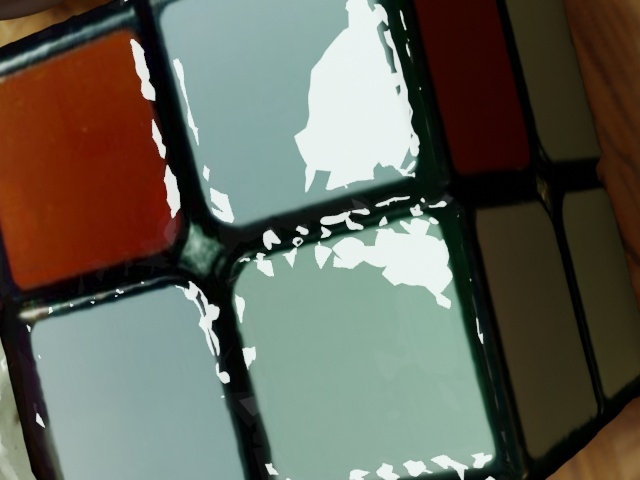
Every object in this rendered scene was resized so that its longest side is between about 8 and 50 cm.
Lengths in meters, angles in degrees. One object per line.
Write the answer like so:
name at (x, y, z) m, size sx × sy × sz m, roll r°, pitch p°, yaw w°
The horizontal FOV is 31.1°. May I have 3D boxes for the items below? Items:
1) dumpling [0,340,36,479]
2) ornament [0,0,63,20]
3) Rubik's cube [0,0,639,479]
dumpling at (-0.193, 0.079, 0.560) m, size 0.250 × 0.132 × 0.162 m, roll 49°, pitch 125°, yaw 32°
ornament at (-0.153, -0.179, 0.484) m, size 0.177 × 0.177 × 0.178 m, roll 3°, pitch 97°, yaw 28°
Rubik's cube at (0.000, 0.000, 0.422) m, size 0.183 × 0.167 × 0.180 m, roll -12°, pitch 89°, yaw 28°
